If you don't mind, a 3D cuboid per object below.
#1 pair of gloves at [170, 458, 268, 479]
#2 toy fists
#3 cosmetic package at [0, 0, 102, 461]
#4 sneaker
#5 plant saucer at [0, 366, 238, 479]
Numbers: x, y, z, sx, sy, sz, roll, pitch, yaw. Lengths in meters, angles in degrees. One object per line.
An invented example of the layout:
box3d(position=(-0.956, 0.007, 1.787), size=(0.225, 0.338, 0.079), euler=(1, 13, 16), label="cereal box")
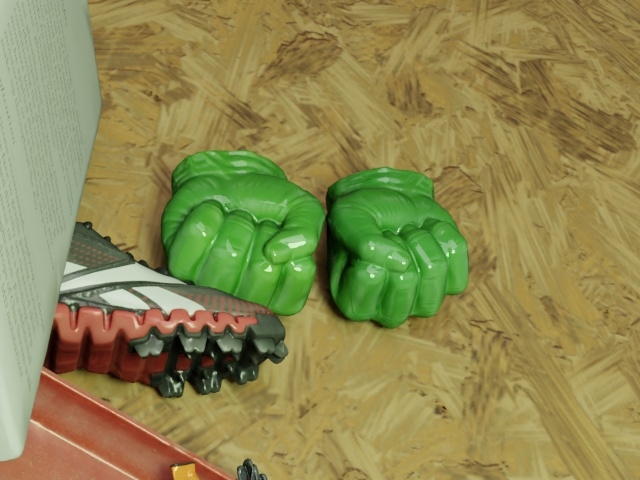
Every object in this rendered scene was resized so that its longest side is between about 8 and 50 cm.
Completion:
box3d(position=(-0.068, 0.193, 0.866), size=(0.083, 0.010, 0.074), euler=(6, 57, -36), label="pair of gloves")
box3d(position=(0.000, 0.000, 1.051), size=(0.279, 0.096, 0.142), euler=(5, 52, -20), label="toy fists")
box3d(position=(-0.264, -0.083, 0.821), size=(0.161, 0.230, 0.453), euler=(-3, 34, 0), label="cosmetic package")
box3d(position=(-0.160, 0.048, 0.941), size=(0.276, 0.098, 0.135), euler=(4, 54, -18), label="sneaker")
box3d(position=(-0.200, 0.214, 0.790), size=(0.258, 0.048, 0.259), euler=(33, 45, -15), label="plant saucer")
